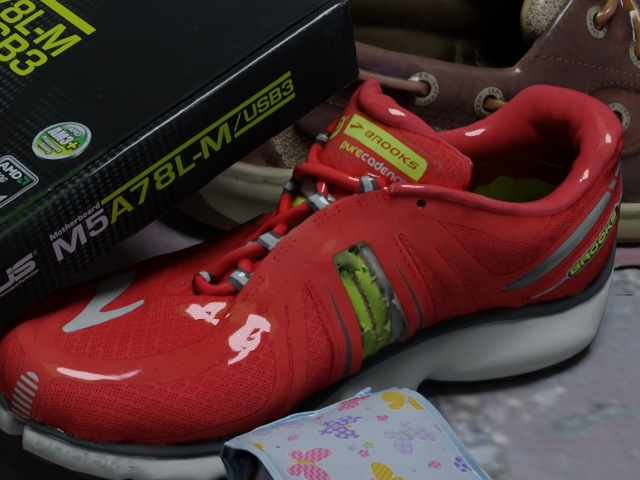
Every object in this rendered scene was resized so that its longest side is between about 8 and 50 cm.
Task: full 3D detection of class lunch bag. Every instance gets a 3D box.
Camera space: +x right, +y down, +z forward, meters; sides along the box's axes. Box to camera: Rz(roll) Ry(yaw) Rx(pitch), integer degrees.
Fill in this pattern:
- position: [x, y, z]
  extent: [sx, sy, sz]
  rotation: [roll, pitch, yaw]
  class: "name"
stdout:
- position: [0.015, 0.089, 0.616]
  extent: [0.071, 0.053, 0.083]
  rotation: [-16, 50, -29]
  class: "lunch bag"

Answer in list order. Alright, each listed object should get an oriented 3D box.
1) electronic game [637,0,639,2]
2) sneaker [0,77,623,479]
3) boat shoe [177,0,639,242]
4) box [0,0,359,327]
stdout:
- position: [0.129, -0.187, 0.944]
  extent: [0.229, 0.048, 0.229]
  rotation: [1, 79, -7]
  class: "electronic game"
- position: [0.000, 0.000, 0.684]
  extent: [0.279, 0.118, 0.107]
  rotation: [-18, 41, -34]
  class: "sneaker"
- position: [0.096, -0.081, 0.821]
  extent: [0.342, 0.123, 0.123]
  rotation: [-2, 35, -17]
  class: "boat shoe"
- position: [-0.115, -0.066, 0.683]
  extent: [0.184, 0.045, 0.191]
  rotation: [-37, 51, -20]
  class: "box"
